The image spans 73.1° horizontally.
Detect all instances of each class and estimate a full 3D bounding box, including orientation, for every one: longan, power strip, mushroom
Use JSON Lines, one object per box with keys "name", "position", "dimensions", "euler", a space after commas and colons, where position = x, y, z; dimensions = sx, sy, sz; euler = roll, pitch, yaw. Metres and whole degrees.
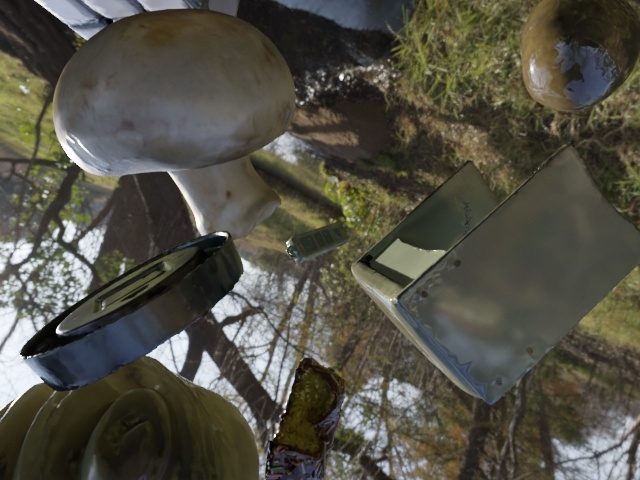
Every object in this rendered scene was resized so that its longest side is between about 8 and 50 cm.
{"name": "longan", "position": [0.383, -0.289, 0.648], "dimensions": [0.168, 0.187, 0.167], "euler": [-10, 154, -5]}
{"name": "power strip", "position": [0.000, 0.000, 0.465], "dimensions": [0.083, 0.027, 0.017], "euler": [-22, 170, -38]}
{"name": "mushroom", "position": [-0.170, -0.135, 0.565], "dimensions": [0.298, 0.290, 0.297], "euler": [-11, -161, 4]}

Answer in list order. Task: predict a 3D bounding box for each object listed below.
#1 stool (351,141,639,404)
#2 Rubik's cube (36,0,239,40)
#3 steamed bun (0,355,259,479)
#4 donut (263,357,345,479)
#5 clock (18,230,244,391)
{"name": "stool", "position": [0.208, 0.028, 0.582], "dimensions": [0.170, 0.270, 0.243], "euler": [48, 178, -9]}
{"name": "Rubik's cube", "position": [-0.318, -0.524, 0.707], "dimensions": [0.301, 0.305, 0.304], "euler": [7, 173, 19]}
{"name": "steamed bun", "position": [-0.254, 0.313, 0.532], "dimensions": [0.352, 0.339, 0.247], "euler": [30, 145, -12]}
{"name": "donut", "position": [-0.021, 0.329, 0.737], "dimensions": [0.096, 0.216, 0.230], "euler": [12, -146, 10]}
{"name": "clock", "position": [-0.177, 0.060, 0.429], "dimensions": [0.042, 0.215, 0.215], "euler": [63, 166, -15]}
